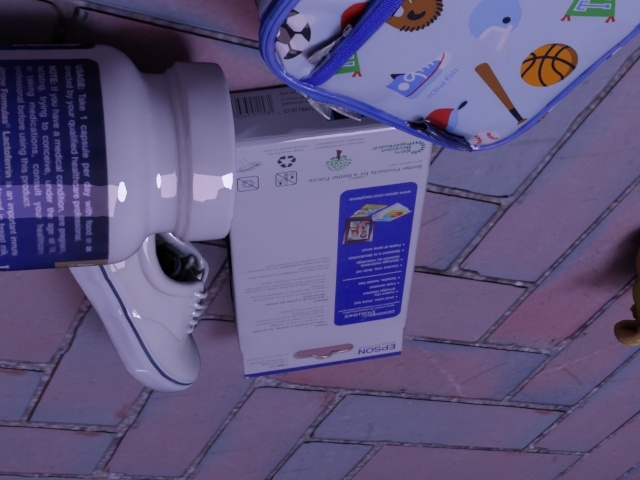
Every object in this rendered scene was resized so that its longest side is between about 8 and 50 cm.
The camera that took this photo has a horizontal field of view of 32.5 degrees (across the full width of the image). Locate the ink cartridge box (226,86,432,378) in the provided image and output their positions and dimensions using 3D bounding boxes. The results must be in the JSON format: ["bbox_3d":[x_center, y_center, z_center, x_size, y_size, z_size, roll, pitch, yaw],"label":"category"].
[{"bbox_3d":[0.000,0.000,0.955,0.165,0.065,0.332,-8,142,-8],"label":"ink cartridge box"}]

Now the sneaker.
[{"bbox_3d":[-0.138,0.050,0.948,0.091,0.094,0.258,-13,143,6],"label":"sneaker"}]

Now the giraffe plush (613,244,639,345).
[{"bbox_3d":[0.384,0.042,1.076,0.181,0.210,0.170,7,173,-43],"label":"giraffe plush"}]

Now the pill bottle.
[{"bbox_3d":[-0.197,-0.056,0.740,0.265,0.153,0.153,-3,142,-14],"label":"pill bottle"}]

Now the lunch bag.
[{"bbox_3d":[0.099,-0.190,0.699,0.243,0.115,0.303,18,132,-33],"label":"lunch bag"}]
